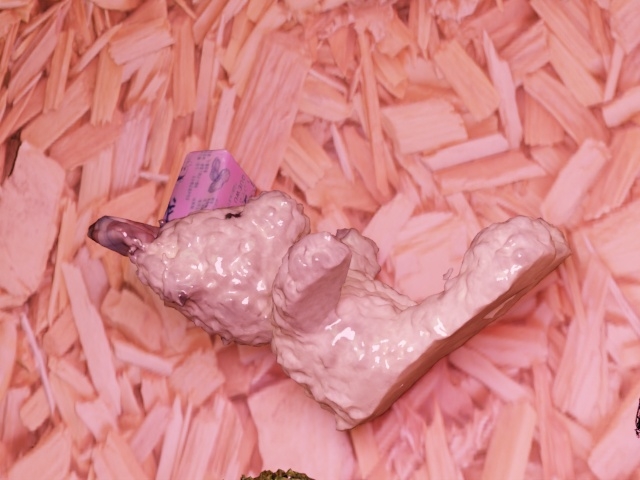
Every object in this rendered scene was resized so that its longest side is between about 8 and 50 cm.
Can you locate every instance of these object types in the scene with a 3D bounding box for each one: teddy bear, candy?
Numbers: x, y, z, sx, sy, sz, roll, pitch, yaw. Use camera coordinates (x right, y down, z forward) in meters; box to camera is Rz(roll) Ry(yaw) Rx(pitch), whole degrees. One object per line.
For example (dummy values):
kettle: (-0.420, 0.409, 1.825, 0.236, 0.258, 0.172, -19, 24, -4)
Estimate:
teddy bear: (0.000, 0.000, 1.389, 0.375, 0.327, 0.362, -43, 79, 13)
candy: (-0.140, -0.022, 1.603, 0.073, 0.092, 0.160, 2, 62, 29)

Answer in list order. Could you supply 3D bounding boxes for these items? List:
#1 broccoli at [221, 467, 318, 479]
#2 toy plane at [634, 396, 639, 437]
broccoli: (-0.072, 0.344, 1.236, 0.308, 0.275, 0.307, 8, 50, -10)
toy plane: (0.343, 0.163, 1.324, 0.049, 0.031, 0.120, 8, 64, 20)
